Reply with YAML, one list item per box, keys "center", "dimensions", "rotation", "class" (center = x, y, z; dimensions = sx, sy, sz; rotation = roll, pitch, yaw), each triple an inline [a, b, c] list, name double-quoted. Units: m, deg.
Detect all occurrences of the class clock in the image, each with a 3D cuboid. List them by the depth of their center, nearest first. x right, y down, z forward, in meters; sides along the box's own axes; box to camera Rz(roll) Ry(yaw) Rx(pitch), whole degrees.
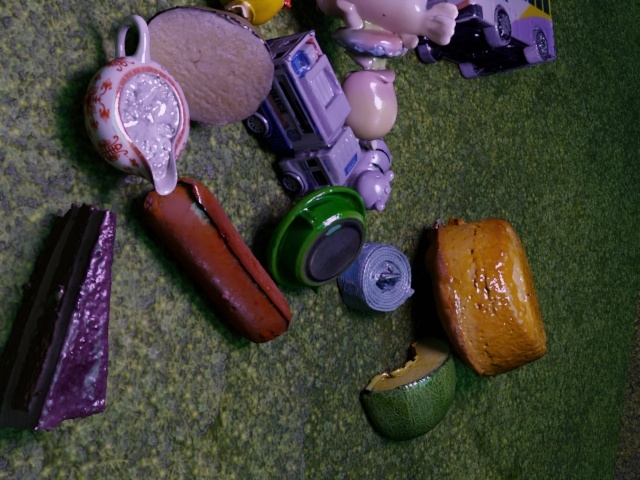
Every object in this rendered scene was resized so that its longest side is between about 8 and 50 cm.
- center: [0.094, -0.130, 1.472]
  dimensions: [0.080, 0.117, 0.176]
  rotation: [37, 59, -44]
  class: "clock"

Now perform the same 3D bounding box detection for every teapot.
- center: [-0.254, -0.184, 1.058]
  dimensions: [0.159, 0.116, 0.245]
  rotation: [-15, 102, -38]
  class: "teapot"

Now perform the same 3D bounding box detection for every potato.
- center: [-0.171, -0.283, 1.156]
  dimensions: [0.202, 0.182, 0.117]
  rotation: [15, 39, -18]
  class: "potato"

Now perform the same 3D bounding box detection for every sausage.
- center: [-0.154, 0.033, 1.174]
  dimensions: [0.330, 0.102, 0.102]
  rotation: [57, 47, -32]
  class: "sausage"

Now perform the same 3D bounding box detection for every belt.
- center: [0.112, 0.073, 1.509]
  dimensions: [0.163, 0.082, 0.147]
  rotation: [-32, 116, -46]
  class: "belt"

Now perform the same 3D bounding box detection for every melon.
- center: [0.217, 0.322, 1.584]
  dimensions: [0.265, 0.129, 0.169]
  rotation: [-32, 113, -49]
  class: "melon"

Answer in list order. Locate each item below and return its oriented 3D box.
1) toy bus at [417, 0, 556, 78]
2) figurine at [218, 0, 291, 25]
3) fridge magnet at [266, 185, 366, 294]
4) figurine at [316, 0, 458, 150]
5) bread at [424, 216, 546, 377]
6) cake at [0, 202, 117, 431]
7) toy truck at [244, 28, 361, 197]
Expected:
- center: [0.359, -0.533, 1.756]
  dimensions: [0.440, 0.209, 0.249]
  rotation: [0, 86, -51]
  class: "toy bus"
- center: [-0.089, -0.428, 1.283]
  dimensions: [0.185, 0.127, 0.234]
  rotation: [47, 42, -58]
  class: "figurine"
- center: [0.000, 0.000, 1.322]
  dimensions: [0.208, 0.088, 0.208]
  rotation: [-29, 141, -27]
  class: "fridge magnet"
- center: [0.108, -0.346, 1.348]
  dimensions: [0.227, 0.275, 0.394]
  rotation: [-15, 118, -49]
  class: "figurine"
- center: [0.363, 0.112, 1.673]
  dimensions: [0.337, 0.204, 0.358]
  rotation: [32, 43, -67]
  class: "bread"
- center: [-0.313, 0.098, 0.962]
  dimensions: [0.113, 0.116, 0.295]
  rotation: [24, 72, -52]
  class: "cake"
- center: [-0.026, -0.206, 1.300]
  dimensions: [0.124, 0.155, 0.268]
  rotation: [-56, 128, -37]
  class: "toy truck"
